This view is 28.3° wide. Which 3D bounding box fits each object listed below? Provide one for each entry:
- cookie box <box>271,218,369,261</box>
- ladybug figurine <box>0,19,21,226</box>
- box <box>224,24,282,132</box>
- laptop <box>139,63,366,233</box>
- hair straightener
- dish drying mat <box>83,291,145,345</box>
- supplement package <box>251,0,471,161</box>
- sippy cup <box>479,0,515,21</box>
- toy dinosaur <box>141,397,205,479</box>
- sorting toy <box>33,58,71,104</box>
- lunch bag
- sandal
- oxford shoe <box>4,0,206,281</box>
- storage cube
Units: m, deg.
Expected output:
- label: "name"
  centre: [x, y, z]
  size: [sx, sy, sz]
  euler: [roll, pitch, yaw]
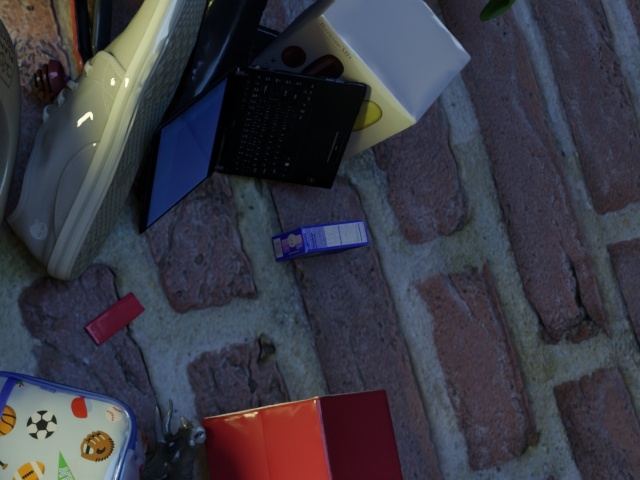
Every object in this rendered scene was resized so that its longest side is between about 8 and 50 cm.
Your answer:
- label: "cookie box"
  centre: [0.000, 0.000, 1.810]
  size: [0.107, 0.092, 0.040]
  euler: [-7, 84, -31]
- label: "ladybug figurine"
  centre: [-0.483, -0.085, 1.475]
  size: [0.162, 0.305, 0.449]
  euler: [8, 68, 14]
- label: "box"
  centre: [-0.050, -0.213, 1.842]
  size: [0.180, 0.077, 0.147]
  euler: [17, 71, -25]
- label: "laptop"
  centre: [-0.092, -0.107, 1.680]
  size: [0.264, 0.234, 0.137]
  euler: [8, 57, -8]
- label: "hair straightener"
  centre: [-0.290, -0.236, 1.707]
  size: [0.047, 0.089, 0.230]
  euler: [33, 52, -69]
- label: "dish drying mat"
  centre: [-0.272, 0.103, 1.679]
  size: [0.083, 0.008, 0.032]
  euler: [-39, 97, -30]
- label: "supplement package"
  centre: [0.053, -0.244, 1.742]
  size: [0.194, 0.203, 0.149]
  euler: [47, 59, -12]
- label: "sippy cup"
  centre: [0.162, -0.473, 1.940]
  size: [0.240, 0.224, 0.305]
  euler: [-16, 86, -31]
- label: "toy dinosaur"
  centre: [-0.237, 0.370, 1.590]
  size: [0.160, 0.121, 0.313]
  euler: [40, 71, 4]
- label: "sorting toy"
  centre: [-0.354, -0.195, 1.681]
  size: [0.042, 0.102, 0.061]
  euler: [-8, 38, 4]
- label: "lunch bag"
  centre: [-0.351, 0.314, 1.484]
  size: [0.243, 0.115, 0.303]
  euler: [14, 66, 6]
- label: "sandal"
  centre: [-0.160, -0.271, 1.704]
  size: [0.107, 0.167, 0.446]
  euler: [24, 94, 7]
- label: "oxford shoe"
  centre: [-0.266, -0.165, 1.564]
  size: [0.130, 0.169, 0.449]
  euler: [29, 102, 6]
- label: "storage cube"
  centre: [-0.016, 0.304, 1.638]
  size: [0.215, 0.183, 0.193]
  euler: [4, 74, -60]
